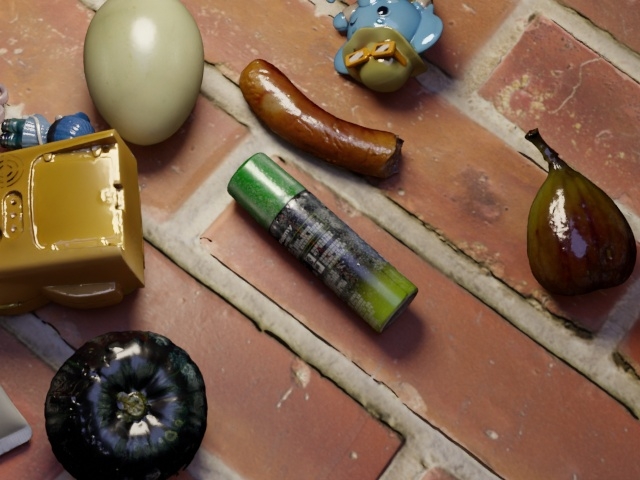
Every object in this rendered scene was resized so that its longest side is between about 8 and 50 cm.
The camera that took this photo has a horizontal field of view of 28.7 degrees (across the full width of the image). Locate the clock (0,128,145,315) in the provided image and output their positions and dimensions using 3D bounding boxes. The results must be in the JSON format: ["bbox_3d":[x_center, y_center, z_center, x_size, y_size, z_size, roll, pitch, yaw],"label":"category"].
[{"bbox_3d":[-0.425,-0.021,1.845,0.316,0.200,0.244,-6,65,0],"label":"clock"}]

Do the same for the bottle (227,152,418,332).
[{"bbox_3d":[0.000,0.000,1.925,0.330,0.093,0.093,42,69,11],"label":"bottle"}]

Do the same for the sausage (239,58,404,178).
[{"bbox_3d":[-0.005,-0.187,2.013,0.302,0.076,0.103,29,60,4],"label":"sausage"}]

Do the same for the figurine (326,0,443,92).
[{"bbox_3d":[0.104,-0.360,2.074,0.179,0.154,0.262,-7,51,0],"label":"figurine"}]

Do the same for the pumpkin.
[{"bbox_3d":[-0.272,0.239,1.757,0.233,0.163,0.233,3,76,-13],"label":"pumpkin"}]

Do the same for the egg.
[{"bbox_3d":[-0.275,-0.272,1.954,0.188,0.188,0.254,-2,73,-8],"label":"egg"}]

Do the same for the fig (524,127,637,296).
[{"bbox_3d":[0.382,-0.046,1.953,0.170,0.145,0.274,-19,86,-15],"label":"fig"}]

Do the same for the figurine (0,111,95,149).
[{"bbox_3d":[-0.423,-0.166,1.955,0.149,0.087,0.086,7,85,1],"label":"figurine"}]

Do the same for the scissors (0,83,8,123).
[{"bbox_3d":[-0.612,-0.201,1.957,0.242,0.031,0.118,-6,40,-3],"label":"scissors"}]

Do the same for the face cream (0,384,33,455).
[{"bbox_3d":[-0.546,0.179,1.804,0.143,0.089,0.314,-27,84,-16],"label":"face cream"}]
